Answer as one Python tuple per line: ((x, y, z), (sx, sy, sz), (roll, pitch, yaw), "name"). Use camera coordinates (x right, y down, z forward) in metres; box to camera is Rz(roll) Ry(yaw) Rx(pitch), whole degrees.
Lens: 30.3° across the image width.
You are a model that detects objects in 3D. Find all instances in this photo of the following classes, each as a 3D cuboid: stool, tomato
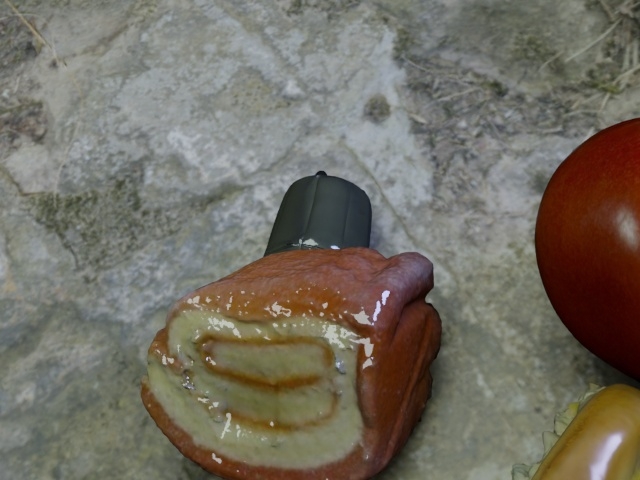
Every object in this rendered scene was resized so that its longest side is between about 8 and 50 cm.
((0.000, 0.000, 1.068), (0.096, 0.096, 0.110), (1, 55, 17), "stool")
((0.311, 0.007, 0.870), (0.298, 0.298, 0.226), (-13, 95, 9), "tomato")

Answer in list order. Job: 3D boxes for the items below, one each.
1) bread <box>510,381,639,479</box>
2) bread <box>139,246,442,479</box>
((0.197, 0.257, 0.783), (0.270, 0.211, 0.315), (33, 76, 29), "bread")
((-0.031, 0.105, 0.972), (0.244, 0.123, 0.190), (-2, 96, 23), "bread")
